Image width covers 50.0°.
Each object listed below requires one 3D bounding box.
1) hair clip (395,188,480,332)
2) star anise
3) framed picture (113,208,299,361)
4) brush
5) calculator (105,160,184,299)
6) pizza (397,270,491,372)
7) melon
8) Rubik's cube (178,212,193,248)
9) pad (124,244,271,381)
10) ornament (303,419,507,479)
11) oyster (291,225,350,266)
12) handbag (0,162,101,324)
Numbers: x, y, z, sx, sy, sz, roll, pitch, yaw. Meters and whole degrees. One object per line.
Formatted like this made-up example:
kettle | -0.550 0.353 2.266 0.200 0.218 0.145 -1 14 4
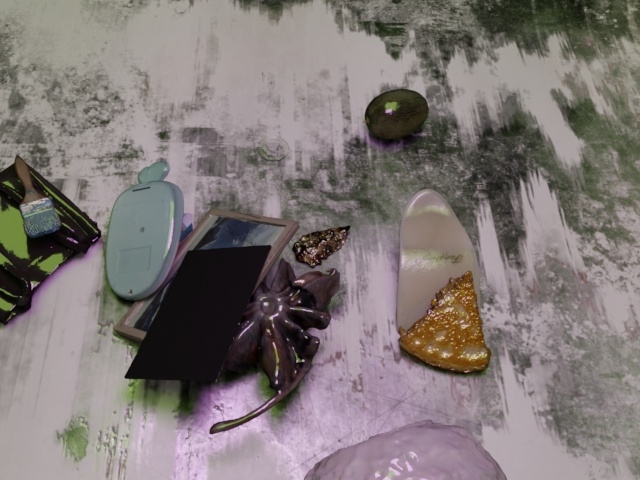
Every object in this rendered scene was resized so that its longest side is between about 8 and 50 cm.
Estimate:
hair clip | 0.232 0.040 1.404 0.172 0.113 0.282 -1 58 -5
star anise | -0.104 0.172 1.289 0.359 0.139 0.316 -30 44 -16
framed picture | -0.219 0.072 1.331 0.247 0.022 0.335 10 54 37
brush | -0.573 -0.092 1.358 0.070 0.021 0.196 -19 65 -22
calculator | -0.357 -0.025 1.385 0.183 0.042 0.296 -8 68 27
pizza | 0.257 0.152 1.334 0.188 0.062 0.199 19 90 0
melon | 0.175 -0.299 1.620 0.167 0.114 0.114 -15 59 -16
Rubik's cube | -0.313 -0.031 1.433 0.084 0.073 0.075 18 57 4
pad | -0.218 0.126 1.254 0.202 0.005 0.300 -4 46 26
ornament | 0.134 0.436 1.008 0.336 0.337 0.337 2 57 -3
oyster | 0.000 -0.001 1.462 0.086 0.029 0.132 32 62 16
handbag | -0.616 0.000 1.373 0.257 0.113 0.285 36 59 8
